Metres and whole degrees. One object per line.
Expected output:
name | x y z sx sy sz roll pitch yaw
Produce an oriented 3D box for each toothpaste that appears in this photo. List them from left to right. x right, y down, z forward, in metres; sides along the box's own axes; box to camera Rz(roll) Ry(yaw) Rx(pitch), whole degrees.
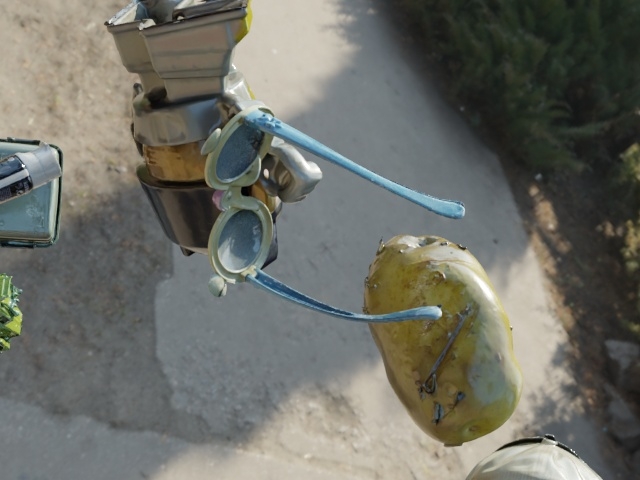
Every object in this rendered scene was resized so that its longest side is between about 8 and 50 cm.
toothpaste | -0.374 -0.048 0.940 0.193 0.071 0.045 -32 88 -27

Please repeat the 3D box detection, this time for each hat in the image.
hat | 0.233 0.331 1.015 0.226 0.219 0.164 -8 102 -65

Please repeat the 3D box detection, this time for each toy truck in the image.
toy truck | -0.607 0.100 1.558 0.259 0.135 0.128 73 8 -53

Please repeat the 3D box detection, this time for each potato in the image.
potato | 0.148 0.105 1.097 0.140 0.173 0.300 27 32 -38

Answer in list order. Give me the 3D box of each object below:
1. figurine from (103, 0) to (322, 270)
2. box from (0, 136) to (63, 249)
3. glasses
figurine | -0.120 -0.103 0.891 0.143 0.308 0.308 -16 64 -19
box | -0.454 -0.073 1.331 0.124 0.093 0.172 3 89 -20
glasses | 0.012 -0.018 0.761 0.220 0.190 0.088 13 41 10
